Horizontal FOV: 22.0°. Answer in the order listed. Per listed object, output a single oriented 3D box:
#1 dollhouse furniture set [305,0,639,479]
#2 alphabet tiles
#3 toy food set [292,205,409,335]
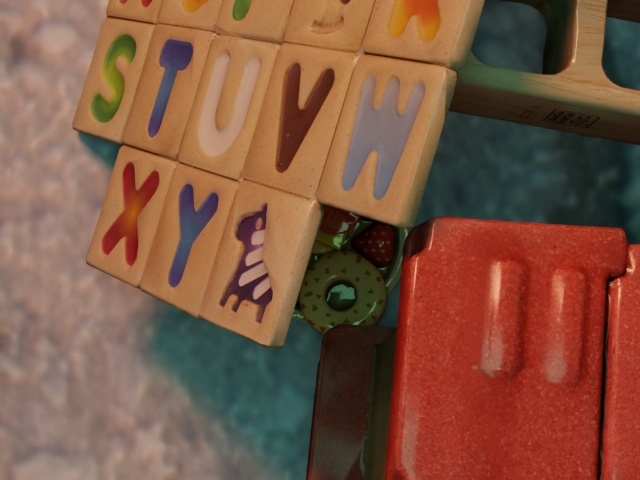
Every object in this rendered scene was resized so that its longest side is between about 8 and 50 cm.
[{"bbox_3d":[0.098,-0.045,0.687,0.152,0.201,0.374,8,75,-8],"label":"dollhouse furniture set"},{"bbox_3d":[-0.011,-0.137,0.672,0.011,0.285,0.343,16,92,-33],"label":"alphabet tiles"},{"bbox_3d":[0.000,0.000,0.776,0.082,0.020,0.083,24,88,5],"label":"toy food set"}]
